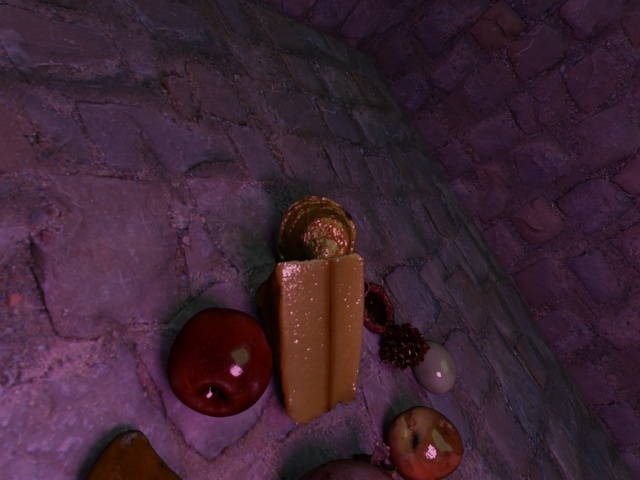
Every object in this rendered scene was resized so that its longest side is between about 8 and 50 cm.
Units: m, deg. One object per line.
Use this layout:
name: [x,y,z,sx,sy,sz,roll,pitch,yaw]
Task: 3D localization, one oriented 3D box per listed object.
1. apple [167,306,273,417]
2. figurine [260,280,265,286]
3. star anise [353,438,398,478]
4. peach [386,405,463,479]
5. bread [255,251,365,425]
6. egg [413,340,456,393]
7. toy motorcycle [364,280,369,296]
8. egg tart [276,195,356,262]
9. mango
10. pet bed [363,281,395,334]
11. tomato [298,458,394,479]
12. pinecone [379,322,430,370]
apple: [-0.210,0.256,0.855,0.218,0.218,0.201,37,35,-22]
figurine: [-0.060,0.171,1.173,0.223,0.145,0.145,19,47,-37]
star anise: [0.154,0.600,1.001,0.063,0.207,0.171,-11,55,-23]
peach: [0.318,0.600,1.179,0.236,0.214,0.214,32,40,-38]
bread: [0.008,0.241,0.968,0.234,0.245,0.360,-7,72,-26]
egg: [0.411,0.457,1.452,0.150,0.149,0.192,23,37,-36]
toy motorcycle: [0.084,0.165,1.352,0.213,0.118,0.084,5,71,-46]
egg tart: [0.000,0.000,1.281,0.295,0.116,0.294,-1,92,-20]
mango: [-0.287,0.468,0.652,0.193,0.146,0.316,1,50,-53]
pet bed: [0.201,0.250,1.474,0.201,0.054,0.201,24,49,-31]
tomato: [0.059,0.623,0.811,0.317,0.282,0.316,21,43,-21]
pinecone: [0.282,0.372,1.386,0.174,0.174,0.173,30,41,-30]
